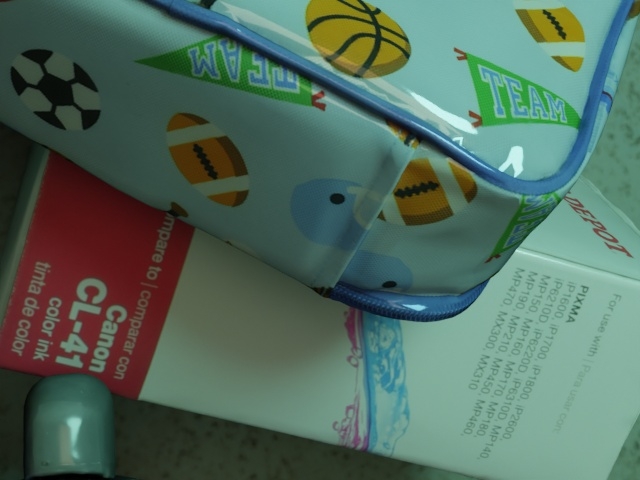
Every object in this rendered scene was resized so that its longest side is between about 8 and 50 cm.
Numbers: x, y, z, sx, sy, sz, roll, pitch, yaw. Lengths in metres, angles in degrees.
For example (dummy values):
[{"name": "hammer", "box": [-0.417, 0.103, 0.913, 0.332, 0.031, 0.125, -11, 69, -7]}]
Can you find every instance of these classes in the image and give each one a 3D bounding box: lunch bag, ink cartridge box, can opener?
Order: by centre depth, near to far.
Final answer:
[{"name": "lunch bag", "box": [-0.011, -0.115, 0.541, 0.303, 0.115, 0.243, 29, 47, -3]}, {"name": "can opener", "box": [-0.107, 0.120, 0.615, 0.074, 0.280, 0.093, 0, 77, -16]}, {"name": "ink cartridge box", "box": [0.000, 0.000, 0.677, 0.306, 0.226, 0.131, 17, 108, -14]}]
